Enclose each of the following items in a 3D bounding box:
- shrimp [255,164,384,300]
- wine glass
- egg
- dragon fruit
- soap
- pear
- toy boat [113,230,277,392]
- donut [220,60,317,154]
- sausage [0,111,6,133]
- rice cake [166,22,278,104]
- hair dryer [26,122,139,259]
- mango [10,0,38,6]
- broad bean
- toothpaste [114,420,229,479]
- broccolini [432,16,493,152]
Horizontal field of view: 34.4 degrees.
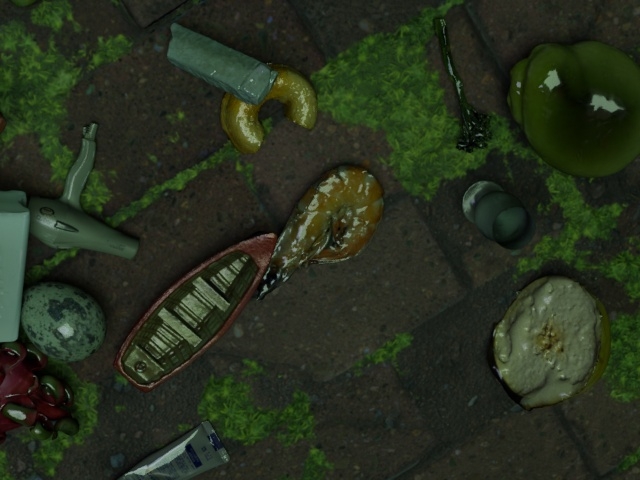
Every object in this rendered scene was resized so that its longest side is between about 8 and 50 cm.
[{"bbox_3d":[0.000,0.000,1.909,0.164,0.062,0.317,37,98,-20],"label":"shrimp"},{"bbox_3d":[0.320,-0.046,1.859,0.093,0.202,0.093,-2,106,-8],"label":"wine glass"},{"bbox_3d":[-0.464,0.142,1.852,0.172,0.132,0.132,35,99,3],"label":"egg"},{"bbox_3d":[-0.568,0.263,1.847,0.272,0.218,0.198,2,137,-12],"label":"dragon fruit"},{"bbox_3d":[-0.584,0.045,1.746,0.159,0.087,0.265,1,122,-25],"label":"soap"},{"bbox_3d":[0.473,0.207,1.969,0.178,0.267,0.267,19,103,-36],"label":"pear"},{"bbox_3d":[-0.220,0.116,1.902,0.136,0.079,0.392,43,97,-13],"label":"toy boat"},{"bbox_3d":[-0.090,-0.236,1.824,0.181,0.078,0.146,-20,108,-4],"label":"donut"},{"bbox_3d":[-0.646,-0.144,1.638,0.304,0.078,0.078,-20,107,-9],"label":"sausage"},{"bbox_3d":[-0.172,-0.297,1.763,0.206,0.063,0.069,25,80,16],"label":"rice cake"},{"bbox_3d":[-0.400,-0.060,1.847,0.219,0.088,0.225,43,81,-22],"label":"hair dryer"},{"bbox_3d":[-0.506,-0.481,1.697,0.130,0.092,0.195,-10,111,-6],"label":"mango"},{"bbox_3d":[0.473,-0.244,1.867,0.291,0.119,0.238,39,97,-16],"label":"broad bean"},{"bbox_3d":[-0.311,0.452,2.001,0.266,0.061,0.096,-30,105,-6],"label":"toothpaste"},{"bbox_3d":[0.254,-0.278,1.866,0.071,0.057,0.254,-37,116,-41],"label":"broccolini"}]
